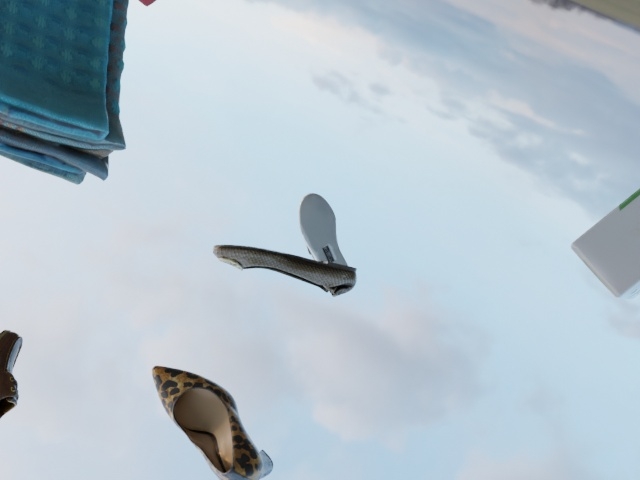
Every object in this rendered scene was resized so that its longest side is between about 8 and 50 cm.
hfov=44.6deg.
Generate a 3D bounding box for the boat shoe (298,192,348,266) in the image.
[{"bbox_3d":[0.000,0.000,1.636,0.078,0.219,0.070,-21,-160,-10],"label":"boat shoe"}]

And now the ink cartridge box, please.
[{"bbox_3d":[0.414,-0.003,0.981,0.087,0.153,0.208,53,-162,19],"label":"ink cartridge box"}]

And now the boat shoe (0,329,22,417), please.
[{"bbox_3d":[-0.403,0.192,0.966,0.060,0.064,0.178,13,-133,-4],"label":"boat shoe"}]

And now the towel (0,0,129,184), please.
[{"bbox_3d":[-0.214,-0.231,0.396,0.271,0.040,0.370,20,-125,-38],"label":"towel"}]

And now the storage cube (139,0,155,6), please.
[{"bbox_3d":[-0.290,-0.558,1.334,0.215,0.193,0.183,36,-136,-35],"label":"storage cube"}]

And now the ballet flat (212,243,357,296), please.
[{"bbox_3d":[-0.060,0.050,1.313,0.250,0.058,0.084,12,179,-11],"label":"ballet flat"}]

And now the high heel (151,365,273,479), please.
[{"bbox_3d":[-0.182,0.274,1.190,0.261,0.093,0.186,39,176,13],"label":"high heel"}]
